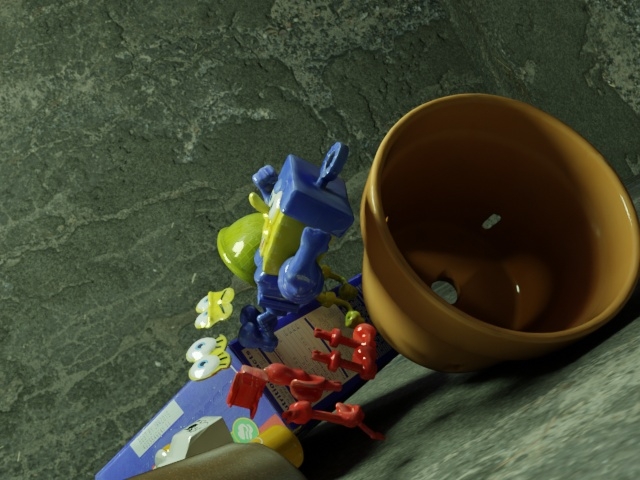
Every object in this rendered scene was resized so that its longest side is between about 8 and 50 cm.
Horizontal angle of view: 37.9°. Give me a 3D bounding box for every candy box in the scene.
[{"bbox_3d":[-0.069,0.194,1.100,0.268,0.122,0.317,-45,-11,29],"label":"candy box"}]

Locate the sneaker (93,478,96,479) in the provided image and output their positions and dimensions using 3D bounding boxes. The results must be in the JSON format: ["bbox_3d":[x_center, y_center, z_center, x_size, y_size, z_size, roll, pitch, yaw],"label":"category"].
[{"bbox_3d":[-0.298,0.353,1.116,0.147,0.105,0.296,-23,2,0],"label":"sneaker"}]

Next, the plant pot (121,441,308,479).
[{"bbox_3d":[-0.083,0.189,0.471,0.165,0.167,0.167,-15,-11,-43],"label":"plant pot"}]

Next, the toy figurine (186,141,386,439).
[{"bbox_3d":[0.000,0.000,0.926,0.362,0.191,0.217,-94,23,-67],"label":"toy figurine"}]

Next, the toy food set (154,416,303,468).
[{"bbox_3d":[-0.101,0.227,0.807,0.104,0.111,0.232,-28,7,-33],"label":"toy food set"}]

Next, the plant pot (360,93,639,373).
[{"bbox_3d":[0.168,0.017,1.015,0.291,0.291,0.203,-28,-20,-27],"label":"plant pot"}]
